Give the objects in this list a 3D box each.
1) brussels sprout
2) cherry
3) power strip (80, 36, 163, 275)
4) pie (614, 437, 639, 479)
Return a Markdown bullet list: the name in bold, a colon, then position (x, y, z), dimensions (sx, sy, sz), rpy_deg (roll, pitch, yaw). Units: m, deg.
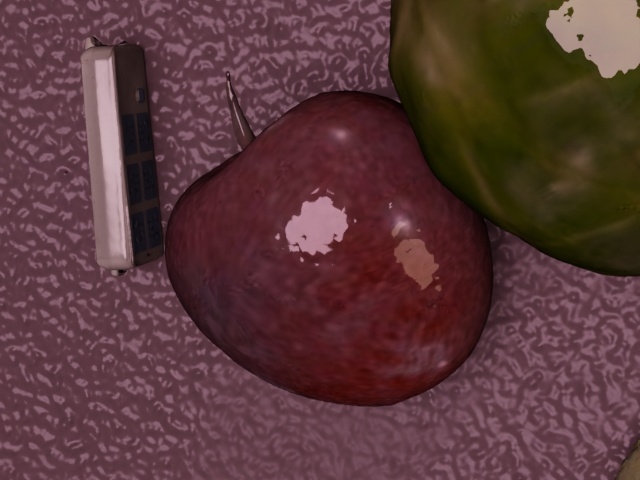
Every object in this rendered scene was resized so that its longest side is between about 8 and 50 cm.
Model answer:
- **brussels sprout**: position (0.193, -0.160, 1.227), dimensions (0.281, 0.289, 0.355), rpy_deg (-37, 50, 42)
- **cherry**: position (0.000, 0.000, 1.336), dimensions (0.285, 0.213, 0.236), rpy_deg (56, 150, -13)
- **power strip**: position (-0.159, -0.067, 1.439), dimensions (0.035, 0.081, 0.192), rpy_deg (-3, 95, 15)
- **pie**: position (0.318, 0.242, 1.344), dimensions (0.201, 0.090, 0.248), rpy_deg (-40, 82, 19)
